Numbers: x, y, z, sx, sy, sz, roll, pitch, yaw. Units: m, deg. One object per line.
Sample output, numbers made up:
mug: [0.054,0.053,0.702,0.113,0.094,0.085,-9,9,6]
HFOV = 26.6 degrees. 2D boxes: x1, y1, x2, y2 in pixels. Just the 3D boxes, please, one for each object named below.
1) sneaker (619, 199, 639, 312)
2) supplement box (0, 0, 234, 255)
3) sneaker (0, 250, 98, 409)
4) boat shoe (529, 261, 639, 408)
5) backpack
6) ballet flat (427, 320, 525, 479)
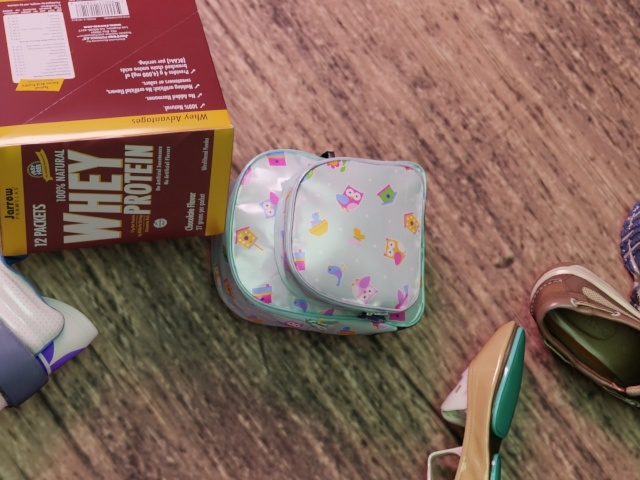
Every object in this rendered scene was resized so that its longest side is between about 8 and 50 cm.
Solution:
sneaker: [0.332,0.024,1.329,0.058,0.052,0.135,0,84,-23]
supplement box: [-0.188,-0.108,1.150,0.191,0.129,0.194,-6,50,-14]
sneaker: [-0.282,0.146,1.106,0.236,0.130,0.323,-19,77,-13]
boat shoe: [0.303,0.123,1.257,0.257,0.095,0.095,30,113,2]
backpack: [0.000,0.000,1.204,0.188,0.144,0.166,5,81,-9]
ballet flat: [0.136,0.181,1.230,0.073,0.080,0.232,5,71,19]
